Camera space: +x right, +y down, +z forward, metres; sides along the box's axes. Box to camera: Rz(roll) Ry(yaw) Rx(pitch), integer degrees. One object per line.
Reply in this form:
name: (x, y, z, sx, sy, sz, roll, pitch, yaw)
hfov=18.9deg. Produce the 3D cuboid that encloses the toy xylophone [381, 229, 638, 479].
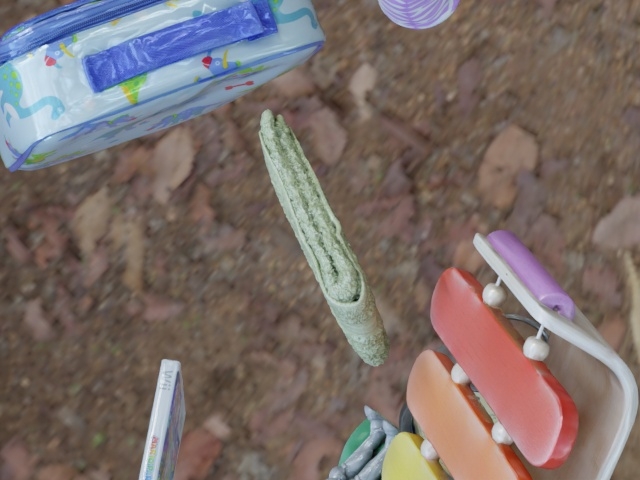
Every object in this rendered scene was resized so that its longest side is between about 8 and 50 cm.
toy xylophone: (0.093, 0.165, 1.067, 0.081, 0.236, 0.323, 15, 100, -20)

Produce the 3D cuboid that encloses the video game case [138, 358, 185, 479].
video game case: (-0.086, 0.132, 0.982, 0.011, 0.122, 0.087, 8, 156, 2)

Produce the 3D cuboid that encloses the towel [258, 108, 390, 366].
towel: (0.000, 0.000, 1.170, 0.027, 0.110, 0.148, -26, 62, -2)

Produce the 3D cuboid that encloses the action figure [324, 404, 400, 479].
action figure: (0.000, 0.267, 1.812, 0.063, 0.137, 0.232, 37, 87, -20)

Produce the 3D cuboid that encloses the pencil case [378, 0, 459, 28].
pencil case: (0.085, -0.241, 1.676, 0.088, 0.206, 0.086, -4, 86, 7)

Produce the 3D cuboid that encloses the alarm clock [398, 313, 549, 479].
alarm clock: (0.120, 0.105, 1.219, 0.129, 0.064, 0.192, 18, 144, 14)

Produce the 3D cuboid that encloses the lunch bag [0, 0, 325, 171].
lunch bag: (-0.114, -0.121, 1.268, 0.219, 0.176, 0.090, -22, 92, -16)
